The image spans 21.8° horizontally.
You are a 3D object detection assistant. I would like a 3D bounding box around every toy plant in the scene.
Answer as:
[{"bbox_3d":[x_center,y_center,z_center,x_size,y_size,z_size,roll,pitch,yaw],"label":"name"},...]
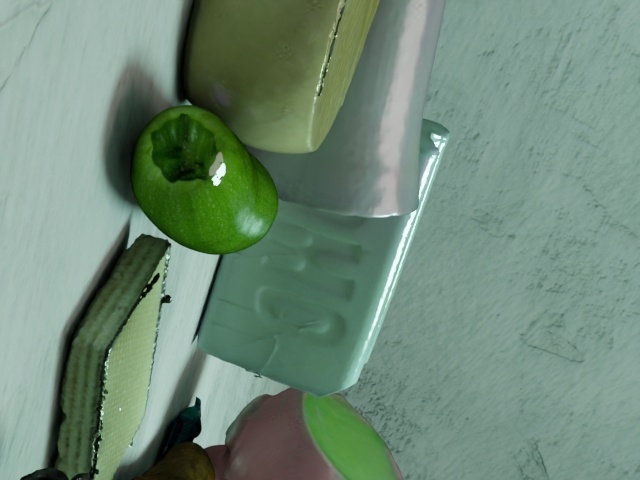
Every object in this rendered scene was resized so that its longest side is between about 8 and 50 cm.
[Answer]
[{"bbox_3d":[-0.078,0.318,1.808,0.356,0.210,0.317,-49,-177,18],"label":"toy plant"}]

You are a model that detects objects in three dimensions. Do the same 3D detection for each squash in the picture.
[{"bbox_3d":[-0.079,-0.035,1.107,0.292,0.082,0.082,46,64,-83],"label":"squash"}]

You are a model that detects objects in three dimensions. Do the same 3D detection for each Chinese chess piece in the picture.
[{"bbox_3d":[-0.012,-0.184,1.151,0.251,0.097,0.251,20,90,-86],"label":"Chinese chess piece"}]

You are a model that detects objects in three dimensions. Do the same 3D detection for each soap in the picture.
[{"bbox_3d":[0.000,0.000,1.655,0.095,0.172,0.290,-58,168,-67],"label":"soap"}]

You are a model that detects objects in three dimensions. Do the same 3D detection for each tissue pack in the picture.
[{"bbox_3d":[-0.151,0.218,1.787,0.138,0.028,0.085,-24,135,-80],"label":"tissue pack"}]

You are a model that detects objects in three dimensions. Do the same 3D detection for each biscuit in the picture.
[{"bbox_3d":[-0.147,0.098,1.164,0.121,0.040,0.199,-62,170,-45],"label":"biscuit"}]

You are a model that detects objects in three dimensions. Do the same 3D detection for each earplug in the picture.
[{"bbox_3d":[0.038,-0.187,1.442,0.172,0.172,0.301,-55,160,-73],"label":"earplug"}]

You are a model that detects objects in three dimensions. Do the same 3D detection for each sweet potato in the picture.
[{"bbox_3d":[-0.150,0.256,1.589,0.292,0.097,0.097,-98,-152,-85],"label":"sweet potato"}]

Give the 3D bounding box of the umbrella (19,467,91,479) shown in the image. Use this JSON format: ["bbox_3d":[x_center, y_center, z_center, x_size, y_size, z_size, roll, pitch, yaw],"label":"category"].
[{"bbox_3d":[-0.197,0.294,1.008,0.337,0.128,0.154,-65,162,17],"label":"umbrella"}]
